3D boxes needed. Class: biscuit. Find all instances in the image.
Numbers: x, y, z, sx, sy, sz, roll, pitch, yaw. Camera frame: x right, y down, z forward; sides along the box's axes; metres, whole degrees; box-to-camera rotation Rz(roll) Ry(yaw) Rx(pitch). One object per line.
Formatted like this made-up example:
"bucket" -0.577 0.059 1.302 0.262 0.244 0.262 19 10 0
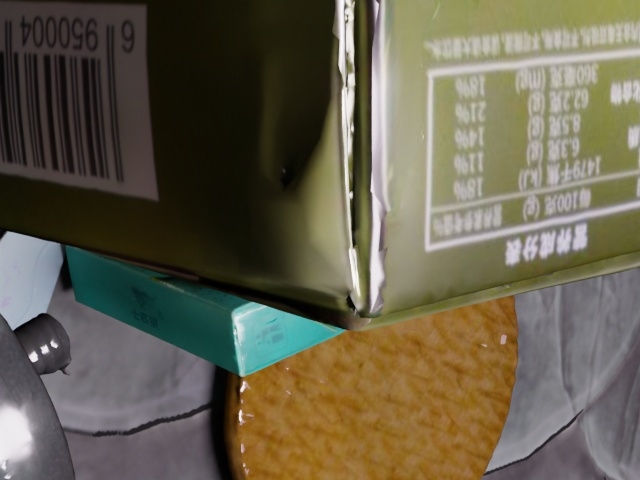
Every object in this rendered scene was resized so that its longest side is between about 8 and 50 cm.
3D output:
"biscuit" 0.035 0.089 1.048 0.262 0.037 0.262 -12 108 -41

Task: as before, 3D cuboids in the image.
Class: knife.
"knife" -0.178 0.082 0.852 0.063 0.035 0.260 19 80 -41

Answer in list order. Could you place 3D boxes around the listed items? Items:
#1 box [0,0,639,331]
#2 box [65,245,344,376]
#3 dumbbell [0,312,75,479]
"box" 0.032 -0.086 0.769 0.420 0.373 0.138 -9 105 -42
"box" 0.000 0.000 0.876 0.226 0.161 0.042 -21 113 -34
"dumbbell" -0.262 0.133 0.672 0.388 0.185 0.185 -32 120 -34
